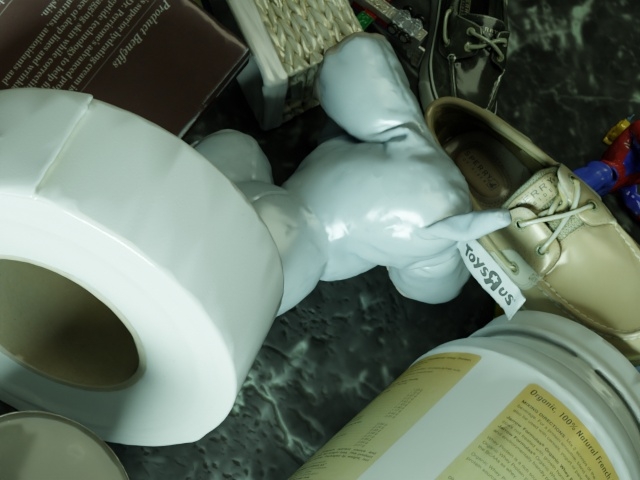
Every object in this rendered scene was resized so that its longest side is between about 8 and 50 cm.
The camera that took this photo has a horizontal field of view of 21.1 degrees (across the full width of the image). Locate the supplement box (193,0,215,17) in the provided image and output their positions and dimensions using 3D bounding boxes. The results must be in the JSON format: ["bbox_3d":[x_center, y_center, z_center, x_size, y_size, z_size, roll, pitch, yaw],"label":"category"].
[{"bbox_3d":[-0.132,-0.162,1.501,0.083,0.056,0.083,-9,69,-32],"label":"supplement box"}]

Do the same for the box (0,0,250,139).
[{"bbox_3d":[-0.184,-0.147,1.357,0.203,0.167,0.168,40,90,-5],"label":"box"}]

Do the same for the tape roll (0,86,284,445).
[{"bbox_3d":[-0.173,0.024,1.232,0.286,0.286,0.100,33,54,-9],"label":"tape roll"}]

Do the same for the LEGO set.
[{"bbox_3d":[0.004,-0.255,1.650,0.182,0.060,0.244,0,63,-16],"label":"LEGO set"}]

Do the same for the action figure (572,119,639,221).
[{"bbox_3d":[0.274,-0.024,1.631,0.280,0.091,0.139,-30,75,-36],"label":"action figure"}]

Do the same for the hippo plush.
[{"bbox_3d":[0.000,0.000,1.422,0.236,0.234,0.294,-24,51,-6],"label":"hippo plush"}]

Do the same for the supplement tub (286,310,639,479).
[{"bbox_3d":[0.107,0.216,1.318,0.228,0.228,0.316,49,53,3],"label":"supplement tub"}]

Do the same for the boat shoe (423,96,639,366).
[{"bbox_3d":[0.185,-0.013,1.433,0.109,0.098,0.302,-36,53,-7],"label":"boat shoe"}]

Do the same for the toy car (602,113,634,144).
[{"bbox_3d":[0.348,-0.114,1.751,0.122,0.040,0.060,-30,81,-37],"label":"toy car"}]

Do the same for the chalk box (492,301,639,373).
[{"bbox_3d":[0.271,0.107,1.531,0.213,0.132,0.132,22,56,-18],"label":"chalk box"}]

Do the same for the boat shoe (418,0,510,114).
[{"bbox_3d":[0.143,-0.190,1.660,0.078,0.070,0.219,15,58,-22],"label":"boat shoe"}]

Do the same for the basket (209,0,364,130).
[{"bbox_3d":[-0.037,-0.202,1.521,0.103,0.113,0.167,-23,75,-11],"label":"basket"}]

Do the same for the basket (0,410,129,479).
[{"bbox_3d":[-0.222,0.211,1.140,0.204,0.227,0.154,3,63,-27],"label":"basket"}]
